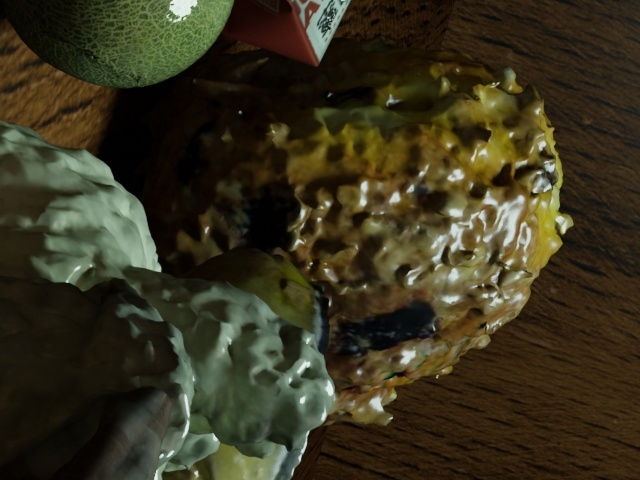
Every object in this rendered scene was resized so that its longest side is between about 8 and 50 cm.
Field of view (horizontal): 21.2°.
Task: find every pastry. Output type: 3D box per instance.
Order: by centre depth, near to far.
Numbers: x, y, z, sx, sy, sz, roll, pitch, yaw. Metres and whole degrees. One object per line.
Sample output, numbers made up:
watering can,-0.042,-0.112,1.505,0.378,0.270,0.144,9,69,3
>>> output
pastry,-0.007,-0.008,1.418,0.405,0.337,0.292,-38,-139,50

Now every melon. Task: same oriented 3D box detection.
melon,-0.118,-0.158,0.997,0.192,0.139,0.139,45,64,-85

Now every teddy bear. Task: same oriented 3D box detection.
teddy bear,-0.147,0.129,0.845,0.375,0.327,0.362,79,-7,-46

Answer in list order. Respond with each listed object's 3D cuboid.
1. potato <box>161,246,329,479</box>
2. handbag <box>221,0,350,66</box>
potato,-0.133,0.134,1.216,0.246,0.196,0.299,-89,-156,-50
handbag,-0.048,-0.261,1.182,0.171,0.151,0.298,-64,166,-13
